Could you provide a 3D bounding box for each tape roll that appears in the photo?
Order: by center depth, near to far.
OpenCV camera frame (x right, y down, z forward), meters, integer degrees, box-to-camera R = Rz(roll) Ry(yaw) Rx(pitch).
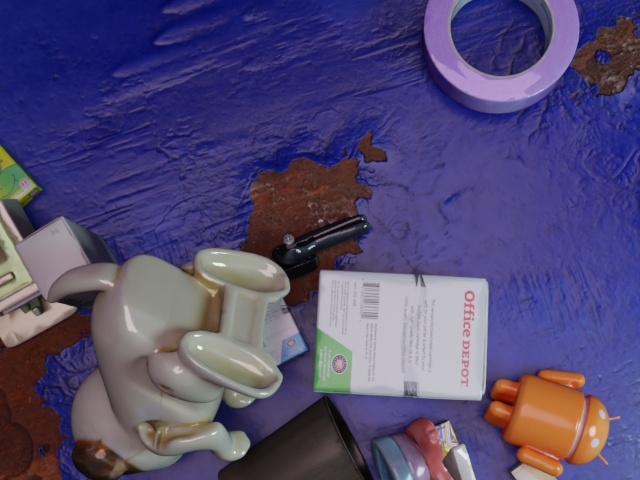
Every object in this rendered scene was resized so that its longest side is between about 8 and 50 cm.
[{"bbox_3d":[0.322,-0.373,1.989,0.275,0.090,0.274,0,82,2],"label":"tape roll"}]

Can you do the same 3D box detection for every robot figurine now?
[{"bbox_3d":[0.393,0.302,1.872,0.219,0.158,0.128,19,118,5],"label":"robot figurine"}]

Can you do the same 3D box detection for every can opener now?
[{"bbox_3d":[0.000,0.000,1.976,0.186,0.073,0.059,-28,43,-4],"label":"can opener"}]

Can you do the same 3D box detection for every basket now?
[{"bbox_3d":[-0.045,0.400,1.870,0.227,0.154,0.204,-28,103,4],"label":"basket"}]

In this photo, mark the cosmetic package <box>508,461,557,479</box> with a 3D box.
[{"bbox_3d":[0.382,0.427,1.898,0.060,0.041,0.115,-38,82,-2],"label":"cosmetic package"}]

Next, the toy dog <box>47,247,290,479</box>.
[{"bbox_3d":[-0.274,0.233,1.790,0.396,0.408,0.284,13,42,-21],"label":"toy dog"}]

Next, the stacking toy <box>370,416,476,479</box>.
[{"bbox_3d":[0.173,0.452,1.765,0.130,0.279,0.308,-20,87,-13],"label":"stacking toy"}]

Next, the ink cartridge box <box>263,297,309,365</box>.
[{"bbox_3d":[-0.105,0.137,1.951,0.104,0.060,0.180,-26,82,0],"label":"ink cartridge box"}]

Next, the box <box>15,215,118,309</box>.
[{"bbox_3d":[-0.415,0.044,1.870,0.094,0.275,0.113,-31,82,-2],"label":"box"}]

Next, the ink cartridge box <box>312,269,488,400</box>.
[{"bbox_3d":[0.138,0.166,1.905,0.289,0.121,0.211,4,82,3],"label":"ink cartridge box"}]

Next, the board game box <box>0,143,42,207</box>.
[{"bbox_3d":[-0.607,-0.130,2.020,0.092,0.043,0.181,-43,83,-3],"label":"board game box"}]

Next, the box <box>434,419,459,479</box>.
[{"bbox_3d":[0.227,0.399,1.903,0.059,0.054,0.168,-22,82,0],"label":"box"}]

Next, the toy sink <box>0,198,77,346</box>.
[{"bbox_3d":[-0.552,0.064,1.925,0.153,0.131,0.234,-28,94,-1],"label":"toy sink"}]
